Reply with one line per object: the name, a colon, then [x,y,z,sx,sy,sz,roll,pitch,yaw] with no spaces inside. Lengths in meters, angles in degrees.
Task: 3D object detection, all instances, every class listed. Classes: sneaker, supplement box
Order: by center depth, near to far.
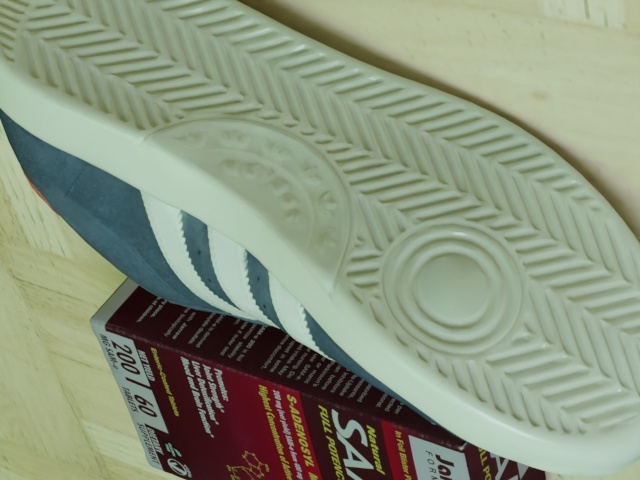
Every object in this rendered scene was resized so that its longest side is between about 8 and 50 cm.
sneaker: [0.000,0.000,0.719,0.350,0.131,0.148,35,154,16]
supplement box: [0.000,0.095,0.863,0.239,0.073,0.130,15,139,31]
